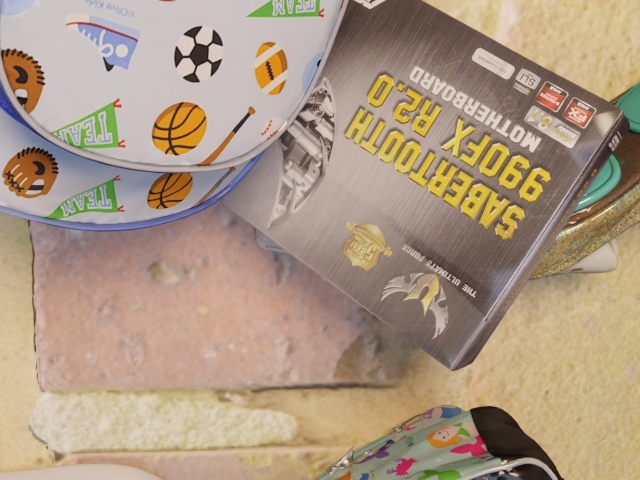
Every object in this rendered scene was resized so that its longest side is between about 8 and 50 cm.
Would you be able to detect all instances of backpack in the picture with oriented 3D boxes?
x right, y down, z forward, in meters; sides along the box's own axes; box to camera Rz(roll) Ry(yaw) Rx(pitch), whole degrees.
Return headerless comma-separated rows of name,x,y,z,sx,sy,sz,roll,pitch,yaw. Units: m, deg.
backpack,-0.113,-0.137,0.496,0.277,0.213,0.263,6,116,-32
backpack,0.071,0.259,0.663,0.254,0.191,0.225,-29,104,-5

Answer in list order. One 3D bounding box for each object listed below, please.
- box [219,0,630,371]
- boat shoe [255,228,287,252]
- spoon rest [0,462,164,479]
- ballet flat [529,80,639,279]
box,0.048,-0.057,0.579,0.231,0.056,0.183,36,101,21
boat shoe,0.000,0.000,0.667,0.100,0.035,0.035,7,133,-12
spoon rest,-0.236,0.225,0.692,0.276,0.084,0.137,14,106,-23
ballet flat,0.214,-0.044,0.637,0.349,0.123,0.123,-31,107,4
